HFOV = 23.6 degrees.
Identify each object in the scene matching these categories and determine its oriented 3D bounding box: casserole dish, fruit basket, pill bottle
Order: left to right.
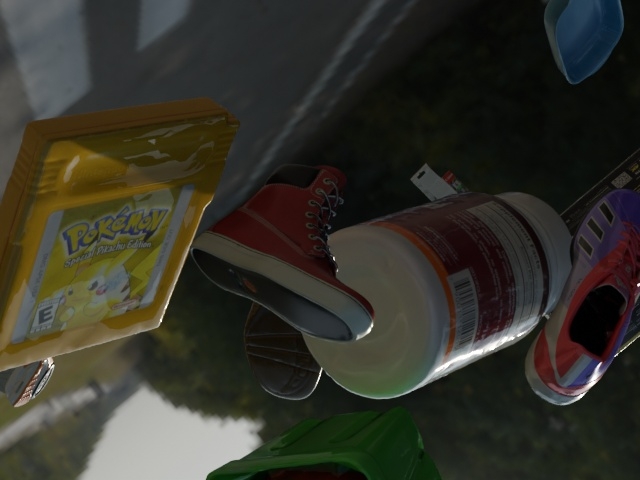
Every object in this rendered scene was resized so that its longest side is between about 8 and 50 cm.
[{"bbox_3d":[0.001,0.420,1.784,0.283,0.392,0.392,-13,-162,38],"label":"fruit basket"},{"bbox_3d":[0.168,0.056,2.048,0.224,0.224,0.392,-37,168,37],"label":"pill bottle"},{"bbox_3d":[0.334,-0.279,1.965,0.114,0.037,0.188,-47,150,-8],"label":"casserole dish"}]

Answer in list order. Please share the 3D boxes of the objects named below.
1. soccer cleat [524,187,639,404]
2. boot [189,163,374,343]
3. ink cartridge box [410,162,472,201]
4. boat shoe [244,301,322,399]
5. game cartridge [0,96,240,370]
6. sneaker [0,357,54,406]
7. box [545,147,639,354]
[{"bbox_3d":[0.343,0.051,1.825,0.318,0.108,0.116,-59,-176,-32],"label":"soccer cleat"},{"bbox_3d":[0.000,0.000,1.598,0.176,0.088,0.244,-43,-135,-21],"label":"boot"},{"bbox_3d":[0.217,-0.088,2.668,0.029,0.115,0.063,-46,180,-38],"label":"ink cartridge box"},{"bbox_3d":[-0.037,0.066,2.183,0.123,0.342,0.123,6,-149,19],"label":"boat shoe"},{"bbox_3d":[-0.244,-0.007,1.712,0.285,0.052,0.324,-14,140,-45],"label":"game cartridge"},{"bbox_3d":[-0.451,0.127,2.380,0.262,0.121,0.099,-58,169,14],"label":"sneaker"},{"bbox_3d":[0.464,0.014,2.319,0.322,0.079,0.257,-41,-145,3],"label":"box"}]
